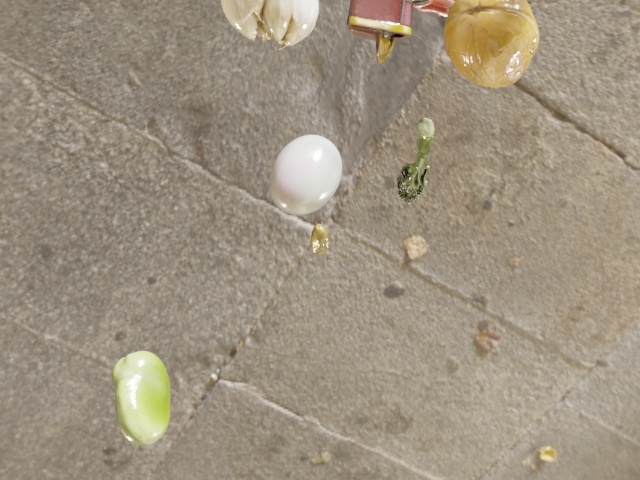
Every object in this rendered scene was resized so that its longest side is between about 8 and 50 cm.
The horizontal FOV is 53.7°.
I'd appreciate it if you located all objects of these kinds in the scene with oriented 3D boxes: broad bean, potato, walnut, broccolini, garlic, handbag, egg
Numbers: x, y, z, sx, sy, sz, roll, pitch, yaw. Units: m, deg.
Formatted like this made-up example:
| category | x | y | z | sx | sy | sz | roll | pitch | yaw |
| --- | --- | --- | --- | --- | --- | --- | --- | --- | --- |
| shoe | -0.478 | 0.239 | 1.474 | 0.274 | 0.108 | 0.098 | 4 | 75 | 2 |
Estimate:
| category | x | y | z | sx | sy | sz | roll | pitch | yaw |
| --- | --- | --- | --- | --- | --- | --- | --- | --- | --- |
| broad bean | -0.161 | 0.143 | 0.571 | 0.045 | 0.083 | 0.063 | -22 | 155 | 12 |
| potato | 0.000 | 0.000 | 1.458 | 0.046 | 0.045 | 0.092 | 7 | 136 | -2 |
| walnut | 0.346 | -0.413 | 1.280 | 0.193 | 0.226 | 0.193 | -1 | 87 | 29 |
| broccolini | 0.209 | -0.161 | 1.398 | 0.079 | 0.392 | 0.074 | -7 | 77 | 5 |
| garlic | -0.109 | -0.613 | 1.673 | 0.185 | 0.281 | 0.203 | 0 | 95 | 35 |
| handbag | 0.231 | -0.628 | 1.597 | 0.157 | 0.212 | 0.059 | -4 | 127 | -43 |
| egg | -0.022 | -0.099 | 0.962 | 0.103 | 0.135 | 0.103 | 23 | 154 | 12 |

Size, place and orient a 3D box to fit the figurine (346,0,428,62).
| category | x | y | z | sx | sy | sz | roll | pitch | yaw |
| --- | --- | --- | --- | --- | --- | --- | --- | --- | --- |
| figurine | 0.084 | -0.281 | 0.720 | 0.098 | 0.082 | 0.154 | 7 | 102 | 4 |
